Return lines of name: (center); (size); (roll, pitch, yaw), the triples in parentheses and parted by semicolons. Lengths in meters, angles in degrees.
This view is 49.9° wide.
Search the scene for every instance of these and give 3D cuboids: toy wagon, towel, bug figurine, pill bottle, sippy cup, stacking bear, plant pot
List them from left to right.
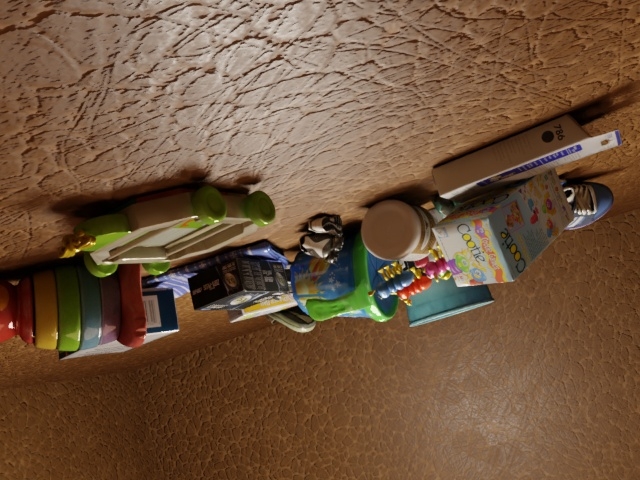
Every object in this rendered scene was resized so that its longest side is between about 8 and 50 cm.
stacking bear: (-0.467, 0.117, 1.192); (0.289, 0.175, 0.164); (-1, 156, -26)
toy wagon: (-0.245, -0.015, 1.056); (0.267, 0.068, 0.344); (-23, 167, 30)
towel: (-0.250, 0.079, 1.619); (0.336, 0.040, 0.243); (-17, 169, 5)
sippy cup: (0.054, 0.093, 1.714); (0.224, 0.239, 0.305); (-10, 164, 24)
pill bottle: (0.192, -0.019, 1.541); (0.131, 0.131, 0.229); (-21, 169, 24)
bug figurine: (0.228, 0.076, 1.523); (0.216, 0.072, 0.279); (-30, 165, 16)
plant pot: (0.369, 0.109, 2.146); (0.272, 0.255, 0.271); (-17, 169, -3)

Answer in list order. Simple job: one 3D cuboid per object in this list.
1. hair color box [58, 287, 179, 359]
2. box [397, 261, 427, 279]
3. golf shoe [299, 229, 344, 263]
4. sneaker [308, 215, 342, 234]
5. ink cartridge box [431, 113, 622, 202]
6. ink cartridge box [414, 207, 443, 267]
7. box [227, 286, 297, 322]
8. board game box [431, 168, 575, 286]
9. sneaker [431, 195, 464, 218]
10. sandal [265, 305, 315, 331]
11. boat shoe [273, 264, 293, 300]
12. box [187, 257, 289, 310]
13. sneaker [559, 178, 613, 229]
hair color box: (-0.486, 0.198, 1.615); (0.174, 0.105, 0.347); (-1, 165, -37)
box: (0.286, 0.026, 1.854); (0.158, 0.155, 0.093); (-15, 170, -9)
golf shoe: (0.000, 0.000, 1.550); (0.094, 0.077, 0.198); (18, -178, -2)
sneaker: (0.012, -0.033, 1.465); (0.044, 0.040, 0.109); (-4, 173, 28)
ink cartridge box: (0.391, -0.159, 1.307); (0.333, 0.065, 0.165); (-20, 169, 23)
ink cartridge box: (0.312, -0.018, 1.739); (0.175, 0.127, 0.072); (-21, 170, 23)
box: (-0.162, 0.156, 1.979); (0.203, 0.103, 0.114); (-11, 169, -30)
board game box: (0.383, -0.036, 1.425); (0.275, 0.144, 0.142); (-34, -165, -38)
sneaker: (0.320, -0.095, 1.587); (0.167, 0.065, 0.076); (-9, 151, -50)
sandal: (-0.127, 0.224, 2.124); (0.120, 0.086, 0.303); (-13, -153, -29)
boat shoe: (-0.122, 0.118, 1.875); (0.303, 0.091, 0.114); (-10, 168, -32)
box: (-0.183, 0.102, 1.560); (0.147, 0.077, 0.180); (-22, 165, 27)
sneaker: (0.682, -0.102, 1.868); (0.323, 0.130, 0.236); (-10, 173, -3)
